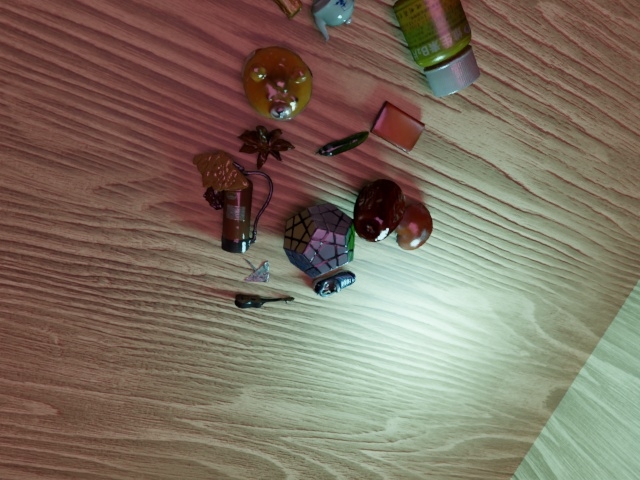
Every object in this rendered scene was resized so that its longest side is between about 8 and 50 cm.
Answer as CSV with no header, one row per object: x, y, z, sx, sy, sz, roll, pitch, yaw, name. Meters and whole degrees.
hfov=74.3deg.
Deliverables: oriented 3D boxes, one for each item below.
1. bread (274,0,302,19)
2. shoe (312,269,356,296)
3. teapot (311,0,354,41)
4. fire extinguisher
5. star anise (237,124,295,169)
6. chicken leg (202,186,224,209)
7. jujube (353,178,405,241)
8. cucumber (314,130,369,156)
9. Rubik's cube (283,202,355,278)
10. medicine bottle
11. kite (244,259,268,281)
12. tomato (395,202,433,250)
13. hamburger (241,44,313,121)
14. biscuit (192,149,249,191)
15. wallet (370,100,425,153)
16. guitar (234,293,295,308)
-0.126,-0.872,1.521,0.074,0.053,0.132,-46,112,1,bread
0.069,0.203,1.917,0.208,0.106,0.091,-19,114,-12,shoe
0.064,-0.847,1.526,0.159,0.159,0.232,39,105,-22,teapot
-0.308,-0.143,1.716,0.201,0.113,0.375,-9,114,-35,fire extinguisher
-0.221,-0.376,1.644,0.196,0.111,0.213,-43,145,24,star anise
-0.430,-0.220,1.687,0.093,0.053,0.204,-1,105,4,chicken leg
0.238,-0.120,1.731,0.223,0.318,0.222,9,122,15,jujube
0.088,-0.390,1.740,0.250,0.056,0.055,-21,112,-7,cucumber
0.000,0.000,1.742,0.319,0.319,0.264,49,67,-23,Rubik's cube
0.448,-0.763,1.598,0.225,0.224,0.384,-32,114,0,medicine bottle
-0.281,0.136,1.865,0.139,0.011,0.156,-40,113,1,kite
0.435,-0.049,1.878,0.199,0.112,0.227,-34,133,-15,tomato
-0.151,-0.565,1.527,0.277,0.236,0.276,-3,109,-9,hamburger
-0.383,-0.259,1.610,0.250,0.035,0.162,25,109,10,biscuit
0.322,-0.471,1.768,0.205,0.045,0.142,24,100,-20,wallet
-0.246,0.272,1.893,0.272,0.084,0.038,3,112,-21,guitar
